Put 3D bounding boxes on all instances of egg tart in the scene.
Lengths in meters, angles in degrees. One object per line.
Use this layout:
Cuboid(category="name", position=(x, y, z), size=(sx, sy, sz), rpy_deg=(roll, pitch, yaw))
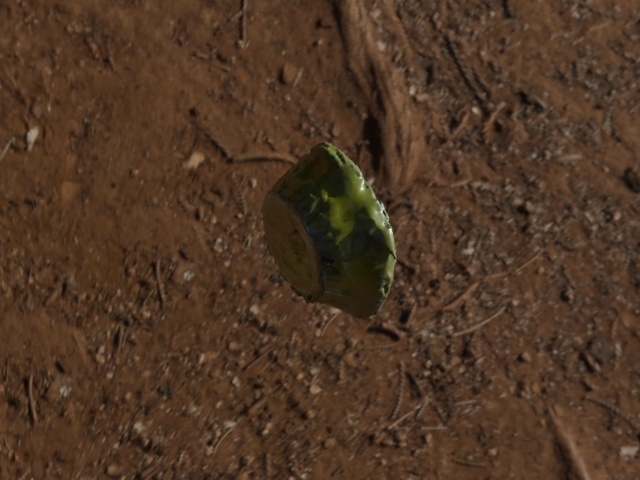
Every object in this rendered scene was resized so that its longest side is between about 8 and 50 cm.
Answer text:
Cuboid(category="egg tart", position=(0.000, 0.000, 0.952), size=(0.078, 0.197, 0.197), rpy_deg=(-21, 76, -23))
